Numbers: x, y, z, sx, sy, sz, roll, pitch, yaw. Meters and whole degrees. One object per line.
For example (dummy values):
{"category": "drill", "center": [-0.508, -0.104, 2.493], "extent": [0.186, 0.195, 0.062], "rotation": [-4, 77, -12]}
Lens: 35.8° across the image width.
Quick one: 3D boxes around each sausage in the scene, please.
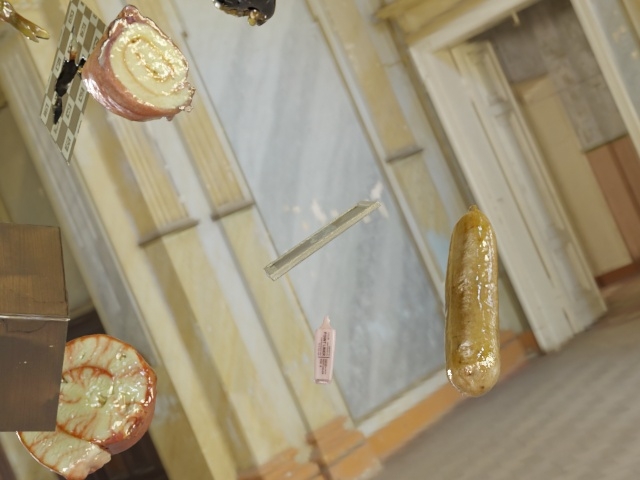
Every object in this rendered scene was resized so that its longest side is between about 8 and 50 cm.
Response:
{"category": "sausage", "center": [0.340, 0.135, 2.222], "extent": [0.123, 0.501, 0.136], "rotation": [2, -41, 8]}

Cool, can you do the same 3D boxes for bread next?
{"category": "bread", "center": [-0.545, 0.373, 2.292], "extent": [0.328, 0.295, 0.114], "rotation": [-40, -23, -15]}
{"category": "bread", "center": [-0.383, -0.350, 2.103], "extent": [0.190, 0.244, 0.123], "rotation": [-55, 25, -18]}

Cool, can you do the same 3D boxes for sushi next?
{"category": "sushi", "center": [-0.581, -0.396, 2.420], "extent": [0.064, 0.343, 0.359], "rotation": [10, 21, -31]}
{"category": "sushi", "center": [-0.195, -0.628, 2.366], "extent": [0.213, 0.200, 0.204], "rotation": [19, -38, -14]}

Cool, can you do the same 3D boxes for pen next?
{"category": "pen", "center": [0.011, 0.265, 2.441], "extent": [0.053, 0.197, 0.032], "rotation": [1, -40, 2]}

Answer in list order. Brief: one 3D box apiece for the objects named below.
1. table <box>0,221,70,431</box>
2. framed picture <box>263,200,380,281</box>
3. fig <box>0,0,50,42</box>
{"category": "table", "center": [-0.542, 0.141, 1.685], "extent": [0.196, 0.250, 0.282], "rotation": [3, 33, -19]}
{"category": "framed picture", "center": [0.000, 0.000, 1.998], "extent": [0.260, 0.023, 0.189], "rotation": [-34, 6, -4]}
{"category": "fig", "center": [-0.594, -0.416, 1.627], "extent": [0.286, 0.369, 0.286], "rotation": [-62, -2, -5]}
